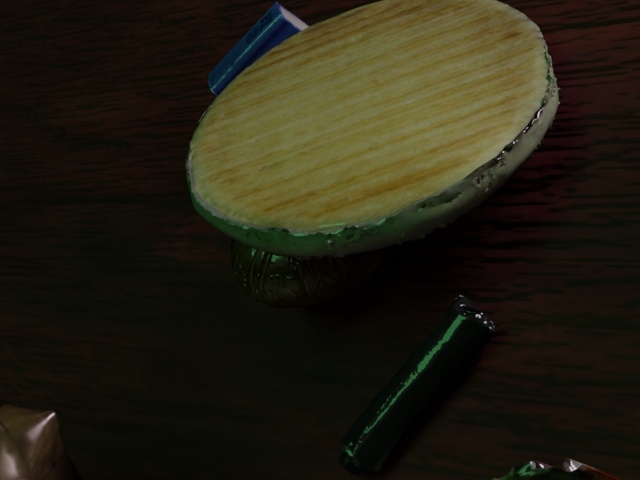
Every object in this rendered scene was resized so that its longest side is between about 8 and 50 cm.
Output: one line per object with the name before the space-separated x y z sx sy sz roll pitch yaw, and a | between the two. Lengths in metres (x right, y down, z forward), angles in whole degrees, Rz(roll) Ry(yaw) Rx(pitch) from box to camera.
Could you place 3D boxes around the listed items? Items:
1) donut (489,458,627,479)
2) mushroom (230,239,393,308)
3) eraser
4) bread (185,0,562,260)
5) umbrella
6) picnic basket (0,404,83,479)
donut | 0.108 0.234 0.775 0.270 0.103 0.269 -33 38 31
mushroom | -0.005 -0.006 1.125 0.109 0.085 0.126 -34 25 36
eraser | -0.039 -0.136 1.293 0.085 0.063 0.027 -44 36 19
bread | 0.033 -0.076 1.091 0.267 0.040 0.267 -15 36 11
umbrella | 0.057 0.091 1.019 0.133 0.031 0.036 -50 8 11
picnic basket | -0.328 0.259 1.082 0.337 0.293 0.337 -1 57 2
